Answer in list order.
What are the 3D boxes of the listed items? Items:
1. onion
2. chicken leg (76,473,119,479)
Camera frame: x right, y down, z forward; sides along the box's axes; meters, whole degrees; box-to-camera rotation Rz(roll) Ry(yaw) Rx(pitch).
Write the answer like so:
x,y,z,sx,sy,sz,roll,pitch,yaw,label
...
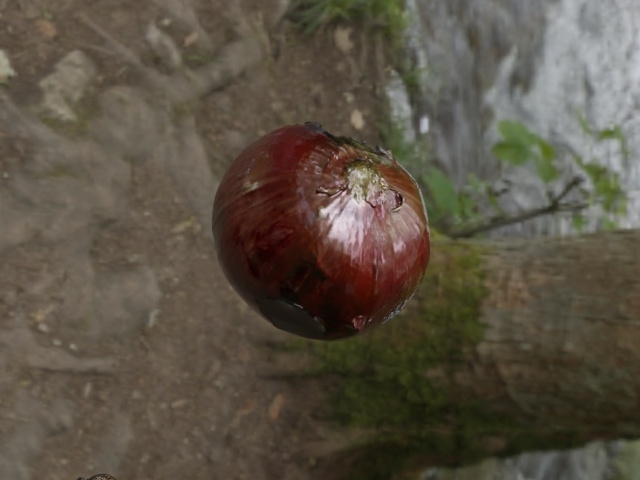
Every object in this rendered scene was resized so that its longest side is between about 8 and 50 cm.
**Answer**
x,y,z,sx,sy,sz,roll,pitch,yaw,label
0.007,-0.002,1.592,0.341,0.341,0.341,-3,94,-49,onion
-0.355,0.423,1.778,0.145,0.037,0.062,42,17,-31,chicken leg
